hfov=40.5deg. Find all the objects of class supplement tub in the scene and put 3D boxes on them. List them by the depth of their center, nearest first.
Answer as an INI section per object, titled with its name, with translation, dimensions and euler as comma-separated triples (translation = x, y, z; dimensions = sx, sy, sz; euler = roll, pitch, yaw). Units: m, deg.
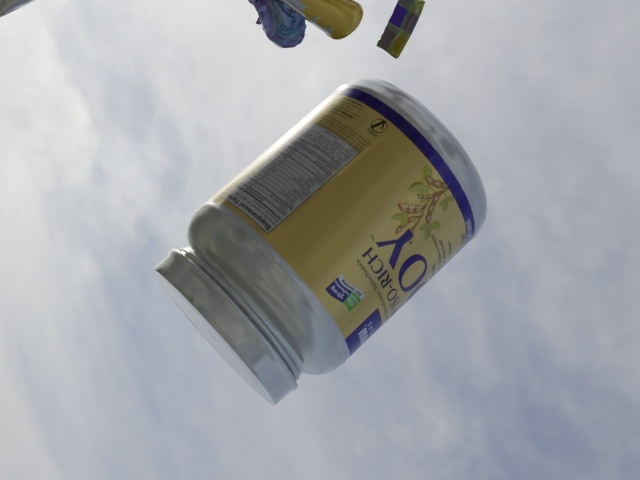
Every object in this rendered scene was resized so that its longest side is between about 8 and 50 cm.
[supplement tub]
translation = 0.000, 0.000, 0.994
dimensions = 0.241, 0.331, 0.241
euler = 44, -14, 14

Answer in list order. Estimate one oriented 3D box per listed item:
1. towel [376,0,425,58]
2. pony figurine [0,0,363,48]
[towel]
translation = 0.104, -0.282, 1.130
dimensions = 0.083, 0.009, 0.060
euler = -61, -145, 20
[pony figurine]
translation = -0.105, -0.310, 0.744
dimensions = 0.351, 0.363, 0.303
euler = -16, -122, 43
